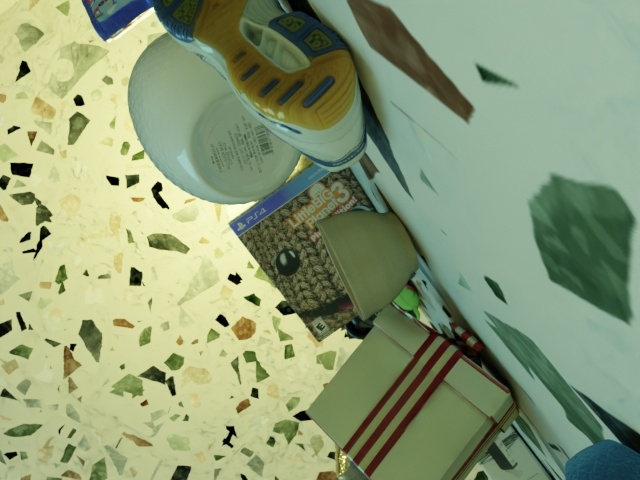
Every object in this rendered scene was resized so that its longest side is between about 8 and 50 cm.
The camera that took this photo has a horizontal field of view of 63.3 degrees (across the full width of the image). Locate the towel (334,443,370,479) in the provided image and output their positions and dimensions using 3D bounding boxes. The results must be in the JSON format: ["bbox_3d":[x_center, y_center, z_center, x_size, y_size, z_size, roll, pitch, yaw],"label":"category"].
[{"bbox_3d":[0.109,0.419,0.905,0.187,0.049,0.282,38,175,5],"label":"towel"}]

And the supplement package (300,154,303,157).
[{"bbox_3d":[-0.088,-0.138,1.487,0.263,0.198,0.199,68,178,-78],"label":"supplement package"}]

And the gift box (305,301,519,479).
[{"bbox_3d":[0.149,0.250,0.844,0.276,0.258,0.255,39,175,28],"label":"gift box"}]

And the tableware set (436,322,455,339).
[{"bbox_3d":[0.312,0.277,1.156,0.194,0.039,0.128,56,-179,8],"label":"tableware set"}]

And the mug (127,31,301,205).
[{"bbox_3d":[-0.170,-0.246,0.856,0.328,0.276,0.374,-132,36,-55],"label":"mug"}]

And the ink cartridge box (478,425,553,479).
[{"bbox_3d":[0.439,0.522,1.212,0.273,0.114,0.197,57,-177,40],"label":"ink cartridge box"}]

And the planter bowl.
[{"bbox_3d":[0.076,0.022,0.762,0.162,0.109,0.162,156,90,-87],"label":"planter bowl"}]

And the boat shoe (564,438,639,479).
[{"bbox_3d":[0.244,0.242,0.293,0.089,0.109,0.258,44,-155,-43],"label":"boat shoe"}]

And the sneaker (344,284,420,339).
[{"bbox_3d":[0.150,0.176,1.405,0.185,0.202,0.483,56,-179,20],"label":"sneaker"}]

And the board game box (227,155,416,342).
[{"bbox_3d":[0.000,0.000,0.995,0.291,0.232,0.141,54,-179,-19],"label":"board game box"}]

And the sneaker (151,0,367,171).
[{"bbox_3d":[-0.062,-0.175,0.495,0.296,0.111,0.131,57,-178,28],"label":"sneaker"}]

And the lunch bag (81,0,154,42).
[{"bbox_3d":[-0.323,-0.470,0.949,0.138,0.221,0.293,54,-178,-46],"label":"lunch bag"}]
